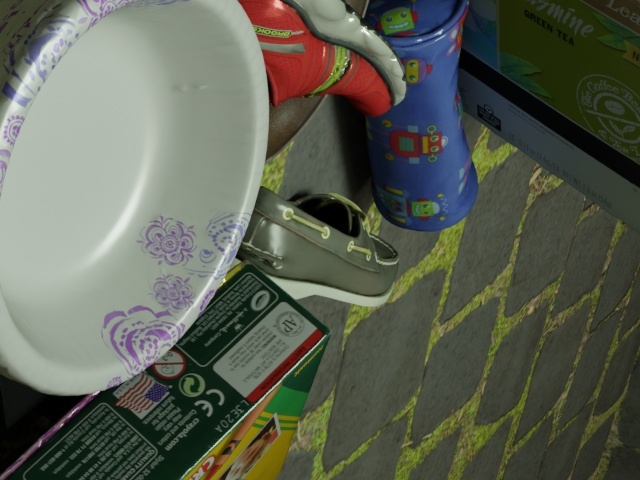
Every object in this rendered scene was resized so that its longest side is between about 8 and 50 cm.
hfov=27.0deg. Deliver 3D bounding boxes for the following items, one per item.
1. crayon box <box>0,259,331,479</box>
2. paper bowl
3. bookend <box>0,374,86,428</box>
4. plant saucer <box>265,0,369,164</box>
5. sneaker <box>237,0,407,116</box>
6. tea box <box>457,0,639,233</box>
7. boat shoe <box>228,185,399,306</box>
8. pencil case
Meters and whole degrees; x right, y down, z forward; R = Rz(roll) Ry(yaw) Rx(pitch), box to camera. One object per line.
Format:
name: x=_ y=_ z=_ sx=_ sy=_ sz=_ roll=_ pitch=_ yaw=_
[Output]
crayon box: x=-0.163 y=0.227 z=1.090 sx=0.363 sy=0.106 sz=0.313 roll=-43 pitch=164 yaw=-28
paper bowl: x=-0.170 y=-0.054 z=0.867 sx=0.284 sy=0.148 sz=0.284 roll=-36 pitch=136 yaw=-46
bookend: x=-0.217 y=0.091 z=1.019 sx=0.156 sy=0.072 sz=0.157 roll=-41 pitch=147 yaw=-39
plant saucer: x=-0.054 y=-0.198 z=1.093 sx=0.310 sy=0.050 sz=0.311 roll=-44 pitch=148 yaw=-38
sneaker: x=-0.025 y=-0.150 z=1.060 sx=0.118 sy=0.107 sz=0.279 roll=-47 pitch=153 yaw=8
tea box: x=0.277 y=-0.240 z=1.321 sx=0.220 sy=0.329 sz=0.323 roll=-40 pitch=148 yaw=-19
boat shoe: x=0.004 y=0.002 z=1.321 sx=0.305 sy=0.109 sz=0.091 roll=7 pitch=112 yaw=-60
pencil case: x=0.096 y=-0.144 z=1.354 sx=0.306 sy=0.119 sz=0.133 roll=78 pitch=13 yaw=-51
